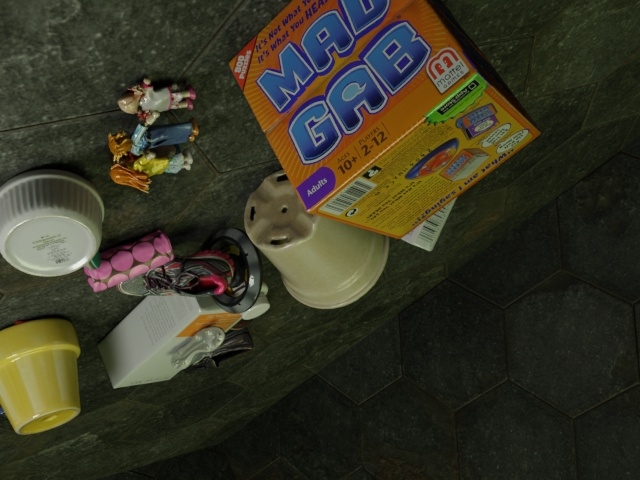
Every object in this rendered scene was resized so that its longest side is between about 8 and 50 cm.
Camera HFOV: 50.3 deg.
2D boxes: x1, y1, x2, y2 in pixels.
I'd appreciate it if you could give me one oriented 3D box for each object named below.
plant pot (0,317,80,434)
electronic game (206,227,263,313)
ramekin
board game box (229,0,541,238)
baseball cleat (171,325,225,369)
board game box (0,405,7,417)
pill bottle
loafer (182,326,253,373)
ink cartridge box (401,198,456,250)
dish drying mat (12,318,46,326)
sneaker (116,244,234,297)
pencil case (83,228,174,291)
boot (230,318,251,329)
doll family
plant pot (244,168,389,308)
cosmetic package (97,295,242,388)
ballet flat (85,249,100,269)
[{"bbox_3d":[-0.747,0.367,1.796,0.254,0.239,0.254,-23,160,-9],"label":"plant pot"},{"bbox_3d":[-0.233,0.080,1.805,0.048,0.229,0.229,-6,149,-47],"label":"electronic game"},{"bbox_3d":[-0.518,-0.025,1.305,0.207,0.109,0.207,-13,139,-12],"label":"ramekin"},{"bbox_3d":[0.123,-0.265,1.278,0.356,0.356,0.356,-38,154,22],"label":"board game box"},{"bbox_3d":[-0.343,0.303,1.974,0.206,0.072,0.109,-32,172,20],"label":"baseball cleat"},{"bbox_3d":[-0.934,0.544,2.241,0.165,0.042,0.243,-23,158,-14],"label":"board game box"},{"bbox_3d":[-0.223,0.108,1.902,0.117,0.215,0.117,-25,158,-11],"label":"pill bottle"},{"bbox_3d":[-0.394,0.438,2.593,0.302,0.095,0.109,-30,158,4],"label":"loafer"},{"bbox_3d":[0.200,-0.177,1.535,0.071,0.330,0.324,20,96,-35],"label":"ink cartridge box"},{"bbox_3d":[-0.758,0.216,1.771,0.032,0.008,0.083,-40,155,29],"label":"dish drying mat"},{"bbox_3d":[-0.370,0.090,1.711,0.299,0.112,0.121,-8,120,5],"label":"sneaker"},{"bbox_3d":[-0.462,0.042,1.637,0.209,0.098,0.095,-21,113,-18],"label":"pencil case"},{"bbox_3d":[-0.256,0.211,2.260,0.207,0.090,0.248,-37,154,26],"label":"boot"},{"bbox_3d":[-0.319,-0.177,1.276,0.163,0.118,0.263,-16,155,-29],"label":"doll family"},{"bbox_3d":[-0.031,-0.025,1.765,0.333,0.334,0.305,-33,147,11],"label":"plant pot"},{"bbox_3d":[-0.439,0.258,2.049,0.453,0.162,0.230,-40,156,29],"label":"cosmetic package"},{"bbox_3d":[-0.534,-0.007,1.477,0.079,0.077,0.221,-5,149,-9],"label":"ballet flat"}]
